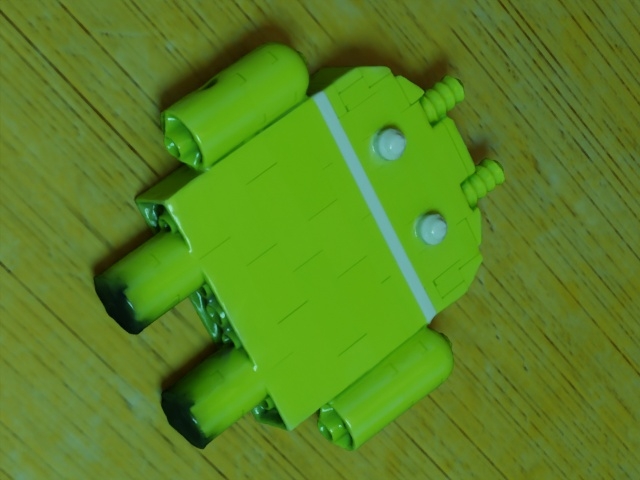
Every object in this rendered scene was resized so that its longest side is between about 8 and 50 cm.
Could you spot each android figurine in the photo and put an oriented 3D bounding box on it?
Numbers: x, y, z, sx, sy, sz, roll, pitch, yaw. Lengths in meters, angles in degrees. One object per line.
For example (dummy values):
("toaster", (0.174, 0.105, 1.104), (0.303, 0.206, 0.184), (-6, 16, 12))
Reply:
("android figurine", (0.000, 0.000, 1.087), (0.273, 0.056, 0.248), (-34, 110, -24))
